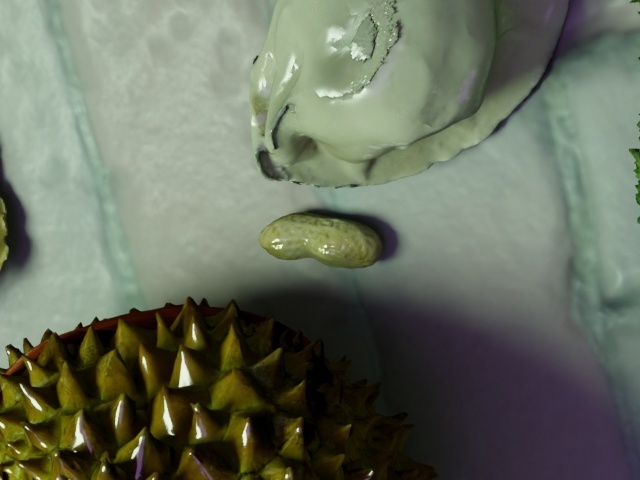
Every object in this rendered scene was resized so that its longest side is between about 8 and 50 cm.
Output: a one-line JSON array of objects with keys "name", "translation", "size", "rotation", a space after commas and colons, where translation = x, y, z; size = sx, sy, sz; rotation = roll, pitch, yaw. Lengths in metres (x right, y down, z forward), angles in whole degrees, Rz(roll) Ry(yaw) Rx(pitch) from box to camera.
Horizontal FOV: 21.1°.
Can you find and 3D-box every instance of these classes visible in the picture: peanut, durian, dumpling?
[{"name": "peanut", "translation": [0.000, 0.000, 1.141], "size": [0.083, 0.037, 0.037], "rotation": [3, 112, 17]}, {"name": "durian", "translation": [-0.090, 0.205, 1.081], "size": [0.347, 0.348, 0.384], "rotation": [-55, 45, 28]}, {"name": "dumpling", "translation": [0.062, -0.122, 1.033], "size": [0.172, 0.142, 0.247], "rotation": [19, 115, -29]}]

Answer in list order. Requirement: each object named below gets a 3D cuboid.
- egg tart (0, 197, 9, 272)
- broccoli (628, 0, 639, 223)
[{"name": "egg tart", "translation": [-0.363, -0.010, 1.187], "size": [0.297, 0.132, 0.297], "rotation": [-1, 110, -4]}, {"name": "broccoli", "translation": [0.282, -0.069, 0.879], "size": [0.321, 0.283, 0.303], "rotation": [-12, 94, 39]}]
